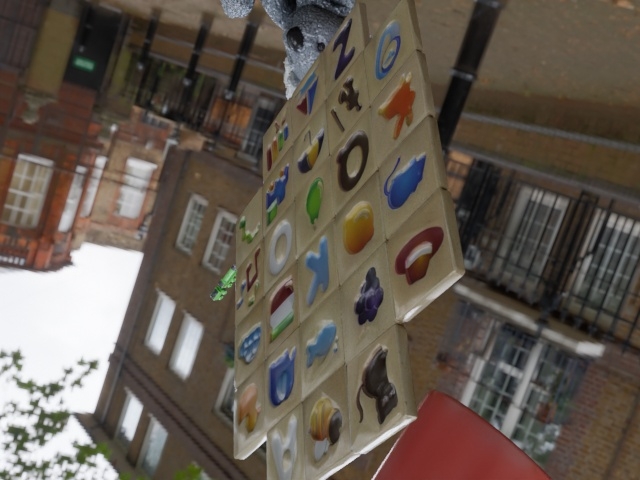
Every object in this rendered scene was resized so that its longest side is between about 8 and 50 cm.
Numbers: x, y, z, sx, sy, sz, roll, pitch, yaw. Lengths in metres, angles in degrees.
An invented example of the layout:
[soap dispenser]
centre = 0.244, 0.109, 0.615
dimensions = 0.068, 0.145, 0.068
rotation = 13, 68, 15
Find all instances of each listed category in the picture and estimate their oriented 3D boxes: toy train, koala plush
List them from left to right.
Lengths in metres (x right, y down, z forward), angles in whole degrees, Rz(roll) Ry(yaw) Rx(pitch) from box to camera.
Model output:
[toy train]
centre = -0.159, 0.069, 1.403
dimensions = 0.017, 0.083, 0.024
rotation = 47, -157, 26
[koala plush]
centre = -0.008, -0.323, 1.226
dimensions = 0.196, 0.221, 0.203
rotation = -18, -179, 30

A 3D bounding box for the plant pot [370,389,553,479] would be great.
[plant pot]
centre = 0.167, 0.377, 1.090
dimensions = 0.275, 0.243, 0.275
rotation = 43, 170, 10

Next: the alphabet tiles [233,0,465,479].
[alphabet tiles]
centre = 0.000, 0.000, 0.595
dimensions = 0.011, 0.285, 0.342
rotation = 16, -130, -25
